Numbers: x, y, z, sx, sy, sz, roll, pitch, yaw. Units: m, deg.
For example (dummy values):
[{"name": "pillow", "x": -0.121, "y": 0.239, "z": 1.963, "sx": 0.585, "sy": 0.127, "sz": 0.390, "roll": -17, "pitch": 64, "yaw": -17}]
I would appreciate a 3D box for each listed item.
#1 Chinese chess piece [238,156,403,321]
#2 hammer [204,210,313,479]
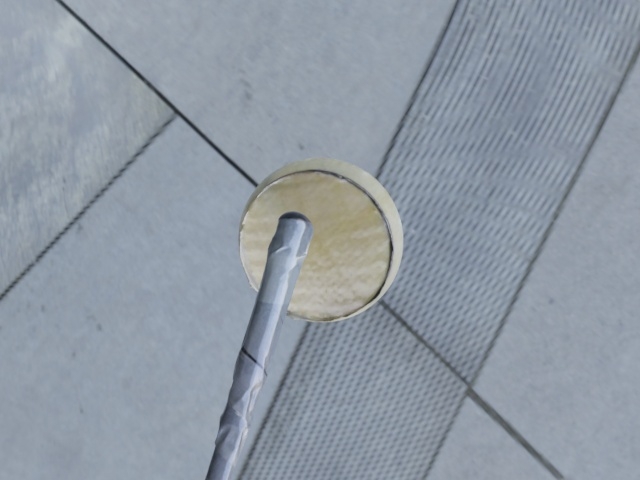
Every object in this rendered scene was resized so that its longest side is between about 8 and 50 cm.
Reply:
[{"name": "Chinese chess piece", "x": 0.000, "y": 0.000, "z": 1.735, "sx": 0.257, "sy": 0.104, "sz": 0.257, "roll": 2, "pitch": 103, "yaw": 8}, {"name": "hammer", "x": -0.081, "y": 0.180, "z": 0.941, "sx": 0.044, "sy": 0.152, "sz": 0.427, "roll": 17, "pitch": 90, "yaw": 16}]
